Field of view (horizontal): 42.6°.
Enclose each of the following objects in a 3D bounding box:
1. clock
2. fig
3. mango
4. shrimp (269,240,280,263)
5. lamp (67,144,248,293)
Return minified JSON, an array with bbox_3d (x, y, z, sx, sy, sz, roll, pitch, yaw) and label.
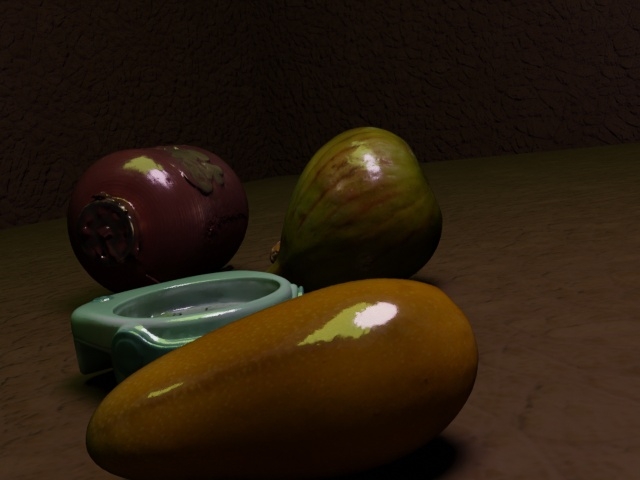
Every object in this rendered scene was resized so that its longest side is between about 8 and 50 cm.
[{"bbox_3d":[-0.083,0.066,0.573,0.148,0.060,0.189,-11,9,-29],"label":"clock"},{"bbox_3d":[-0.012,0.004,0.772,0.259,0.151,0.151,-30,8,1],"label":"fig"},{"bbox_3d":[-0.015,0.073,0.391,0.184,0.084,0.102,-18,12,-1],"label":"mango"},{"bbox_3d":[0.000,0.000,1.025,0.091,0.043,0.184,-28,-4,22],"label":"shrimp"},{"bbox_3d":[-0.178,-0.021,0.949,0.180,0.180,0.258,-5,6,20],"label":"lamp"}]
